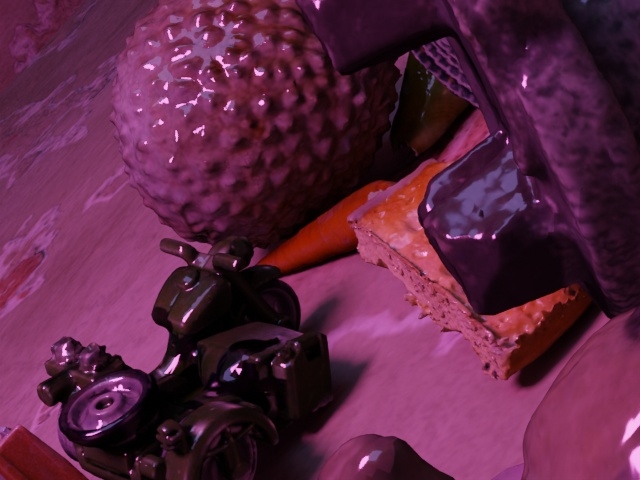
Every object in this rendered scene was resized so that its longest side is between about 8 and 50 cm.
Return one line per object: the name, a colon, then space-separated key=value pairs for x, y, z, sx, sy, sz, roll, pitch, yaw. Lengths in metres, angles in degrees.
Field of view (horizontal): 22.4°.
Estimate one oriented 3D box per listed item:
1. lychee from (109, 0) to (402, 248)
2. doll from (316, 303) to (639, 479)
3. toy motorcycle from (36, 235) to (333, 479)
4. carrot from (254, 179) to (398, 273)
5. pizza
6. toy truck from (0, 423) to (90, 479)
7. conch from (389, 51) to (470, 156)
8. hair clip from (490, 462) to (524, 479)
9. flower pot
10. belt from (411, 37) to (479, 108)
lychee: x=-0.056 y=-0.118 z=1.448 sx=0.274 sy=0.255 sz=0.255 roll=-13 pitch=33 yaw=34
doll: x=0.182 y=0.174 z=0.553 sx=0.382 sy=0.252 sz=0.379 roll=-37 pitch=55 yaw=2
toy motorcycle: x=-0.084 y=0.097 z=1.205 sx=0.205 sy=0.127 sz=0.275 roll=11 pitch=35 yaw=45
carrot: x=0.000 y=0.000 z=1.414 sx=0.216 sy=0.048 sz=0.048 roll=-29 pitch=23 yaw=45
pizza: x=0.141 y=-0.001 z=1.121 sx=0.204 sy=0.081 sz=0.188 roll=-38 pitch=41 yaw=-18
toy truck: x=-0.281 y=0.220 z=1.294 sx=0.136 sy=0.162 sz=0.305 roll=-51 pitch=22 yaw=-23
conch: x=0.113 y=-0.153 z=1.483 sx=0.201 sy=0.079 sz=0.095 roll=-58 pitch=6 yaw=-18
hair clip: x=0.183 y=0.088 z=0.863 sx=0.257 sy=0.075 sz=0.146 roll=-48 pitch=18 yaw=2
flower pot: x=0.155 y=-0.111 z=0.937 sx=0.282 sy=0.299 sz=0.299 roll=-26 pitch=22 yaw=6
belt: x=0.186 y=-0.192 z=1.233 sx=0.295 sy=0.207 sz=0.160 roll=8 pitch=47 yaw=46
